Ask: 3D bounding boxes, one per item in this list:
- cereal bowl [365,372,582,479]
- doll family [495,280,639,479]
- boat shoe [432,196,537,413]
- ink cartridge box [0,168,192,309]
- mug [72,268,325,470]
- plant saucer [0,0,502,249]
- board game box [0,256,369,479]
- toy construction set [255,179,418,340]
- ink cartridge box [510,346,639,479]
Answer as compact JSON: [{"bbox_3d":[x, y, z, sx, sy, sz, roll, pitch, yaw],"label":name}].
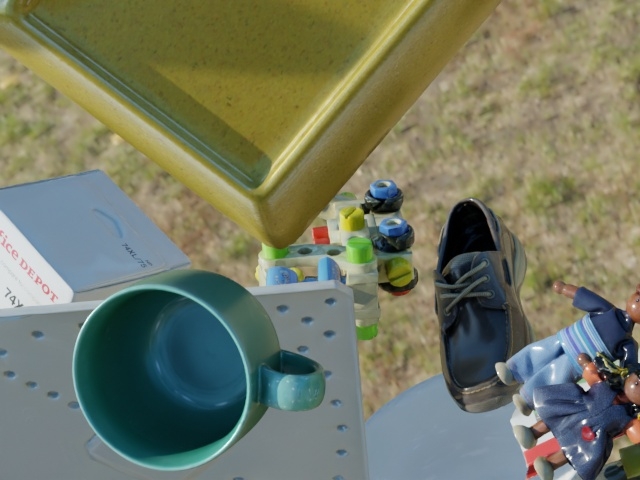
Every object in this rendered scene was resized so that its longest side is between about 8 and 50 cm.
[{"bbox_3d":[0.200,0.309,1.746,0.339,0.141,0.339,-19,29,11],"label":"cereal bowl"},{"bbox_3d":[0.186,0.110,0.825,0.111,0.193,0.076,-38,-9,24],"label":"doll family"},{"bbox_3d":[0.194,0.076,1.796,0.132,0.130,0.355,-25,31,19],"label":"boat shoe"},{"bbox_3d":[-0.331,0.083,1.738,0.198,0.270,0.197,43,34,25],"label":"ink cartridge box"},{"bbox_3d":[-0.083,0.093,0.961,0.129,0.158,0.097,-53,-8,17],"label":"mug"},{"bbox_3d":[-0.061,-0.188,0.987,0.333,0.333,0.081,-49,11,20],"label":"plant saucer"},{"bbox_3d":[-0.153,0.177,1.320,0.390,0.390,0.050,-5,45,1],"label":"board game box"},{"bbox_3d":[0.000,0.000,1.620,0.215,0.151,0.328,-7,42,-1],"label":"toy construction set"},{"bbox_3d":[0.280,0.167,1.402,0.181,0.224,0.056,-27,84,10],"label":"ink cartridge box"}]
